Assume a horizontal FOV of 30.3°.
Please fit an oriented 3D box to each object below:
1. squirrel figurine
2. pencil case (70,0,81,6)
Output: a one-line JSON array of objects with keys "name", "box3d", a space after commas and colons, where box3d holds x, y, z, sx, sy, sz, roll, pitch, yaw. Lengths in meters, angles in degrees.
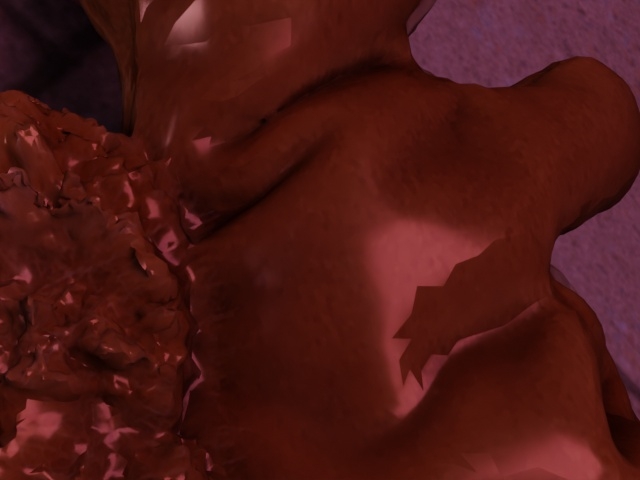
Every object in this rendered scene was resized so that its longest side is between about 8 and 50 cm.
[{"name": "squirrel figurine", "box3d": [-0.042, 0.000, 0.471, 0.397, 0.281, 0.370, -23, 98, -26]}, {"name": "pencil case", "box3d": [-0.112, -0.318, 0.677, 0.167, 0.160, 0.386, -2, 70, -35]}]
